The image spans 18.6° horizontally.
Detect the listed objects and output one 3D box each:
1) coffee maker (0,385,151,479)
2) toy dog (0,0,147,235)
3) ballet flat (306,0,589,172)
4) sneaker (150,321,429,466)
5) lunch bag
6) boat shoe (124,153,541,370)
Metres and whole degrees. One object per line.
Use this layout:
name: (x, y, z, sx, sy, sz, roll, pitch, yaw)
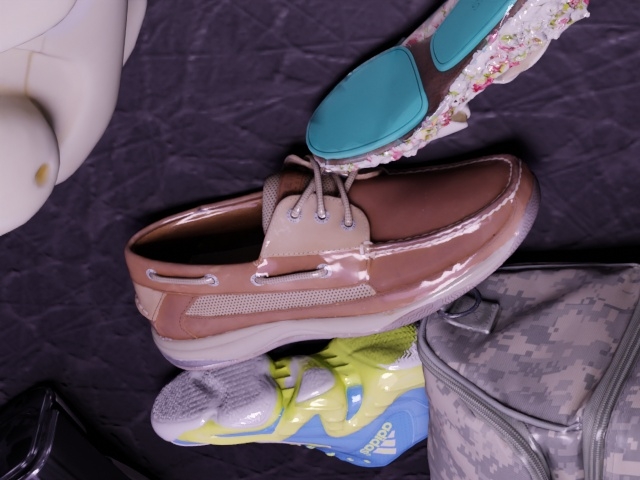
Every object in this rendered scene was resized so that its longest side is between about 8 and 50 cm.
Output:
coffee maker: (-0.193, 0.226, 1.594, 0.120, 0.171, 0.178, -45, 118, 4)
toy dog: (-0.188, -0.203, 1.156, 0.395, 0.284, 0.408, -2, 128, -46)
ballet flat: (0.093, -0.115, 1.346, 0.077, 0.091, 0.241, 20, 136, -39)
sneaker: (-0.010, 0.145, 1.560, 0.240, 0.091, 0.126, -13, 127, 15)
lunch bag: (0.203, 0.167, 1.480, 0.256, 0.212, 0.305, 14, 138, 23)
boat shoe: (0.000, 0.000, 1.424, 0.324, 0.123, 0.116, -20, 122, 19)
